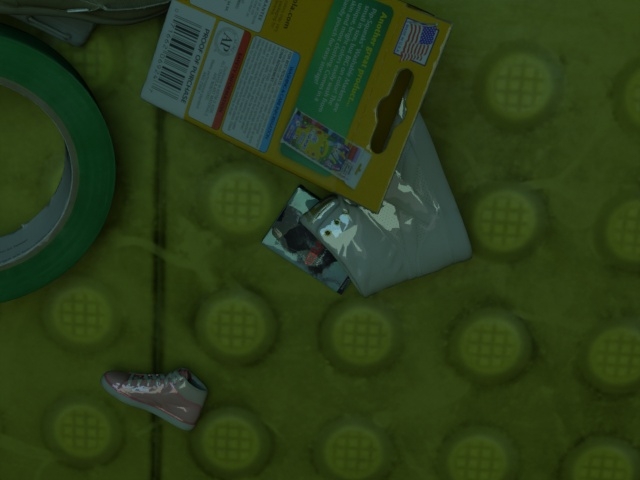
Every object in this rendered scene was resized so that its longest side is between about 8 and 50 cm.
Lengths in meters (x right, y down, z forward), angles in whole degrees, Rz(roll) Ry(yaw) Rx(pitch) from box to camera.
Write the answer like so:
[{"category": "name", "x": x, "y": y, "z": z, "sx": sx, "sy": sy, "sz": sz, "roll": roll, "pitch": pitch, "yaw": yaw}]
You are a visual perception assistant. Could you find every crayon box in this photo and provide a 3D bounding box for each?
[{"category": "crayon box", "x": -0.022, "y": -0.184, "z": 0.990, "sx": 0.323, "sy": 0.083, "sz": 0.203, "roll": 28, "pitch": 106, "yaw": 24}]

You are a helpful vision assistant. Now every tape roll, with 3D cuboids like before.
[{"category": "tape roll", "x": -0.394, "y": -0.083, "z": 1.038, "sx": 0.321, "sy": 0.077, "sz": 0.321, "roll": -9, "pitch": 117, "yaw": -18}]

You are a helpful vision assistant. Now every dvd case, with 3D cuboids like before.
[{"category": "dvd case", "x": 0.000, "y": 0.000, "z": 1.135, "sx": 0.119, "sy": 0.013, "sz": 0.087, "roll": 34, "pitch": 104, "yaw": -7}]

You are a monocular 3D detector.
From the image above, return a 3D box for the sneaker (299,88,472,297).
[{"category": "sneaker", "x": 0.044, "y": -0.076, "z": 1.056, "sx": 0.169, "sy": 0.108, "sz": 0.293, "roll": -24, "pitch": 101, "yaw": -1}]

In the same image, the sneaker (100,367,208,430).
[{"category": "sneaker", "x": -0.204, "y": 0.181, "z": 1.174, "sx": 0.134, "sy": 0.051, "sz": 0.070, "roll": 28, "pitch": 102, "yaw": -7}]

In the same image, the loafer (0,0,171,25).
[{"category": "loafer", "x": -0.240, "y": -0.282, "z": 0.973, "sx": 0.268, "sy": 0.092, "sz": 0.102, "roll": -16, "pitch": 96, "yaw": -37}]

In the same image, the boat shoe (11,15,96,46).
[{"category": "boat shoe", "x": -0.368, "y": -0.288, "z": 1.014, "sx": 0.267, "sy": 0.096, "sz": 0.088, "roll": 15, "pitch": 119, "yaw": -34}]
